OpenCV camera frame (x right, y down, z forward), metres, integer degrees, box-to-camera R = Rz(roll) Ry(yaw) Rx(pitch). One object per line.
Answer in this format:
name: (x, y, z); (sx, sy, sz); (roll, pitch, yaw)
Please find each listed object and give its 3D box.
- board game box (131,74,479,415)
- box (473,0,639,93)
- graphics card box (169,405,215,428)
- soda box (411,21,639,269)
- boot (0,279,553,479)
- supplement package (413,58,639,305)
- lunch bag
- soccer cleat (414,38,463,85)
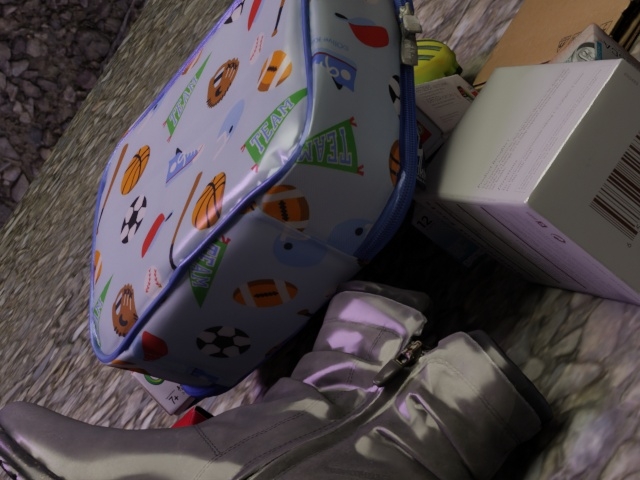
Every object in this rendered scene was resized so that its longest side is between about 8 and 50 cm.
board game box: (0.000, 0.000, 1.371); (0.305, 0.053, 0.193); (-46, -7, 17)
box: (0.212, -0.194, 1.386); (0.164, 0.021, 0.201); (-57, 17, -18)
graphics card box: (-0.159, 0.310, 1.189); (0.233, 0.094, 0.371); (-41, 19, 32)
soda box: (0.145, -0.064, 1.228); (0.183, 0.058, 0.063); (-43, 18, 28)
boot: (-0.036, 0.118, 1.079); (0.338, 0.118, 0.223); (22, 70, 34)
supplement package: (0.150, -0.037, 1.071); (0.105, 0.105, 0.179); (-56, 17, -7)
lunch bag: (-0.044, -0.053, 1.195); (0.303, 0.115, 0.243); (-43, 34, 39)
soccer cleat: (0.018, -0.129, 1.440); (0.289, 0.121, 0.093); (-31, -15, -52)
